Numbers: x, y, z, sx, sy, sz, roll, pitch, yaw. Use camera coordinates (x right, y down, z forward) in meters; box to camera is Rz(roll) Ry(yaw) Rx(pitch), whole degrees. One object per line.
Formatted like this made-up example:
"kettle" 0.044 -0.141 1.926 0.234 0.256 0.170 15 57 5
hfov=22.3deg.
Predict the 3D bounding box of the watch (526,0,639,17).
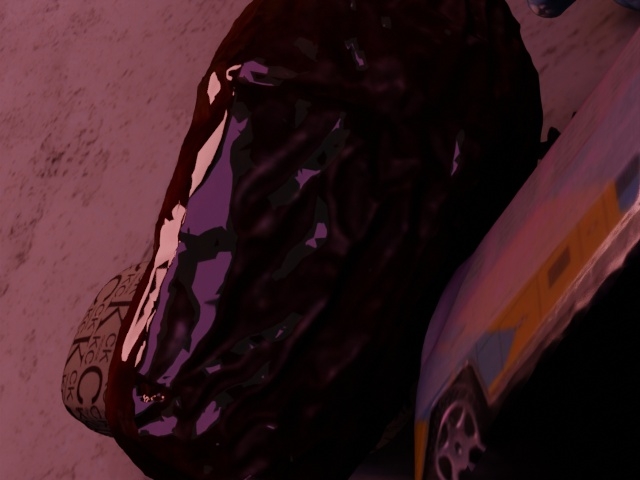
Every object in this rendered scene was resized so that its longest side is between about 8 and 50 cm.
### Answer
"watch" 0.197 -0.260 1.025 0.211 0.211 0.193 -9 38 47

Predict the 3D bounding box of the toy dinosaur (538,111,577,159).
"toy dinosaur" 0.180 -0.059 0.994 0.209 0.039 0.082 7 68 44

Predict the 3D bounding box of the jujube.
"jujube" 0.000 0.000 0.944 0.216 0.216 0.342 -2 59 50

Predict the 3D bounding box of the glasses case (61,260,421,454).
"glasses case" -0.060 0.080 1.143 0.354 0.085 0.137 -3 58 47

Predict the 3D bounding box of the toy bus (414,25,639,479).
"toy bus" 0.180 0.012 0.773 0.162 0.171 0.386 -83 19 -45
